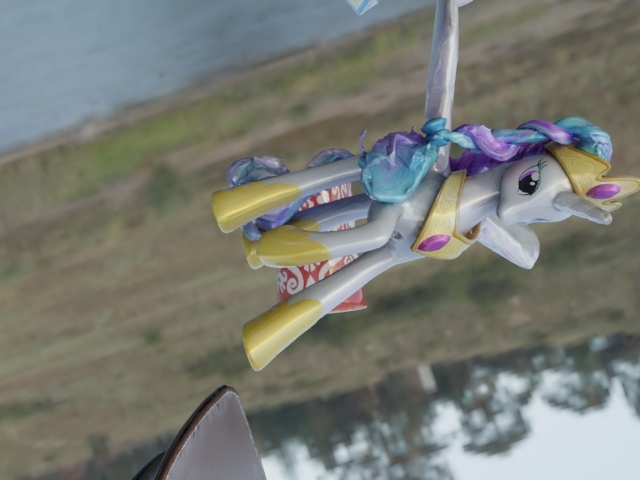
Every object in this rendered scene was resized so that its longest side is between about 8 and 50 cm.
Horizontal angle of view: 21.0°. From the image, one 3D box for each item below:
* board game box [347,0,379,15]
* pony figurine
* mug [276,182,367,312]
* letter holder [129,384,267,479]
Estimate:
[{"bbox_3d":[0.038,-0.284,1.556,0.026,0.103,0.154,-37,174,-31],"label":"board game box"},{"bbox_3d":[0.091,-0.052,1.580,0.363,0.303,0.351,-19,-153,7],"label":"pony figurine"},{"bbox_3d":[-0.009,0.001,2.129,0.113,0.169,0.150,-5,-177,-12],"label":"mug"},{"bbox_3d":[-0.133,0.252,1.271,0.152,0.214,0.302,-12,-167,12],"label":"letter holder"}]
